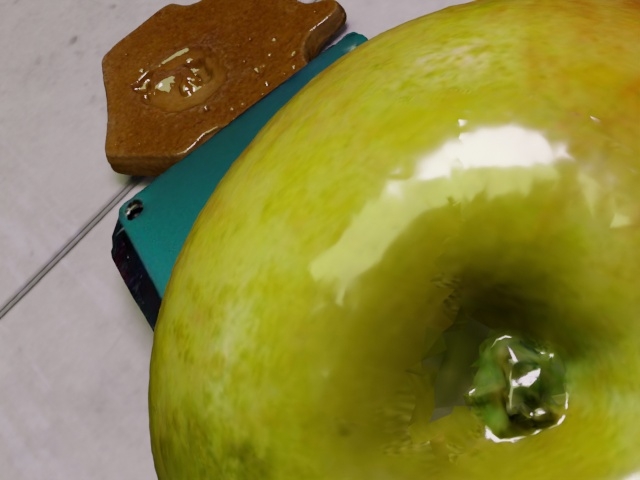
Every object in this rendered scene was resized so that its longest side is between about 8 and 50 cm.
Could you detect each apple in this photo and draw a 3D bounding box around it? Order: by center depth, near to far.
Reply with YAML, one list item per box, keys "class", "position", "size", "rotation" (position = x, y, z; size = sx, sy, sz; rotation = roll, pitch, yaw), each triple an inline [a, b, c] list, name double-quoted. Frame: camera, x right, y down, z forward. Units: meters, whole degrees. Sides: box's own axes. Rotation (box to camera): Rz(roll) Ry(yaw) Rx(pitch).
- class: "apple"
  position: [0.093, 0.059, 0.482]
  size: [0.339, 0.339, 0.340]
  rotation: [-15, 51, 19]

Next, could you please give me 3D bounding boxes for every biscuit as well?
- class: "biscuit"
  position: [-0.077, -0.138, 0.923]
  size: [0.215, 0.034, 0.182]
  rotation: [-21, 50, 12]

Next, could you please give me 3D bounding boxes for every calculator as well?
- class: "calculator"
  position: [0.000, 0.000, 0.763]
  size: [0.248, 0.058, 0.274]
  rotation: [-39, 48, 0]
